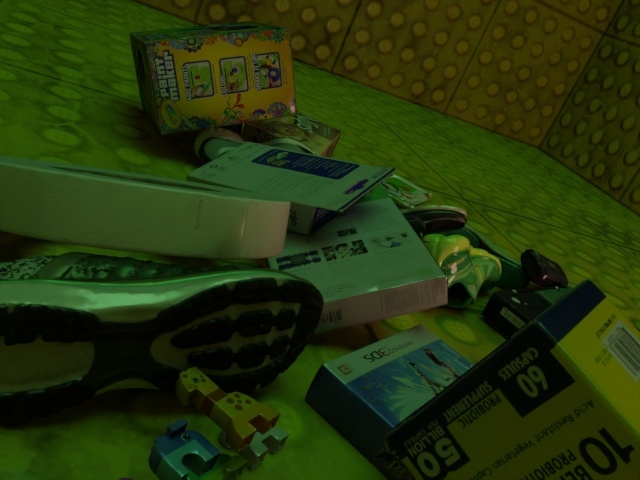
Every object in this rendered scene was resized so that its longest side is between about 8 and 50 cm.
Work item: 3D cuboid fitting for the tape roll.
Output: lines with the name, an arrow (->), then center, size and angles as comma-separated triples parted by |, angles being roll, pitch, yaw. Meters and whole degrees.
tape roll -> -0.230, -0.045, 0.790 | 0.393, 0.071, 0.392 | 9, 5, -1

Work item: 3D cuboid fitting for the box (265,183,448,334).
box -> 0.030, 0.015, 0.988 | 0.233, 0.058, 0.322 | -11, 32, -7

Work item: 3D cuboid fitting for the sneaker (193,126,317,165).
sneaker -> -0.124, -0.156, 1.316 | 0.272, 0.100, 0.108 | 4, 39, -28

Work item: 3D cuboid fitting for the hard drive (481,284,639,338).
hard drive -> 0.490, 0.179, 1.211 | 0.339, 0.064, 0.237 | -1, 33, -45

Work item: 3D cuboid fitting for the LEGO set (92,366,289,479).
LEGO set -> -0.117, 0.176, 0.579 | 0.093, 0.087, 0.227 | 35, 23, 22

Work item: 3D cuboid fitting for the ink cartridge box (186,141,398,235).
ink cartridge box -> -0.051, -0.089, 1.062 | 0.333, 0.065, 0.165 | 15, 37, 36

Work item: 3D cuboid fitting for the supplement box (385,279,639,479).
supplement box -> 0.268, 0.241, 0.563 | 0.356, 0.194, 0.195 | 51, 31, 17

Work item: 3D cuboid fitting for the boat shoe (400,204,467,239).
boat shoe -> 0.162, -0.016, 1.197 | 0.233, 0.084, 0.079 | -7, 69, -2

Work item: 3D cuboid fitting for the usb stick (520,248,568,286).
usb stick -> 0.487, 0.068, 1.377 | 0.278, 0.045, 0.077 | 15, 53, -59

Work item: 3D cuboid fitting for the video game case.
video game case -> 0.156, 0.224, 0.780 | 0.270, 0.061, 0.244 | 37, 27, 28

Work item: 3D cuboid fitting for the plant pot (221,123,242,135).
plant pot -> -0.210, -0.258, 1.455 | 0.083, 0.079, 0.083 | 22, 22, -9

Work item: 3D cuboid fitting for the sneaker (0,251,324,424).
sneaker -> -0.185, 0.058, 0.657 | 0.411, 0.158, 0.182 | 3, 29, -34

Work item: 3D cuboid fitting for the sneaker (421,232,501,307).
sneaker -> 0.253, 0.065, 1.189 | 0.110, 0.123, 0.296 | 7, -8, 34

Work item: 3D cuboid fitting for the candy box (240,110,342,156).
candy box -> -0.068, -0.241, 1.549 | 0.183, 0.087, 0.316 | 25, 22, 2

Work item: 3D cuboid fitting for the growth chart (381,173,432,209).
growth chart -> 0.202, -0.136, 1.678 | 0.172, 0.021, 0.237 | 30, 22, 16

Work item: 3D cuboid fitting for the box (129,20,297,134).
box -> -0.232, -0.351, 1.338 | 0.279, 0.176, 0.290 | -13, 25, -18

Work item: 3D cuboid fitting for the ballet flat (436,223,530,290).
ballet flat -> 0.344, 0.025, 1.386 | 0.248, 0.086, 0.086 | 37, 24, 6
